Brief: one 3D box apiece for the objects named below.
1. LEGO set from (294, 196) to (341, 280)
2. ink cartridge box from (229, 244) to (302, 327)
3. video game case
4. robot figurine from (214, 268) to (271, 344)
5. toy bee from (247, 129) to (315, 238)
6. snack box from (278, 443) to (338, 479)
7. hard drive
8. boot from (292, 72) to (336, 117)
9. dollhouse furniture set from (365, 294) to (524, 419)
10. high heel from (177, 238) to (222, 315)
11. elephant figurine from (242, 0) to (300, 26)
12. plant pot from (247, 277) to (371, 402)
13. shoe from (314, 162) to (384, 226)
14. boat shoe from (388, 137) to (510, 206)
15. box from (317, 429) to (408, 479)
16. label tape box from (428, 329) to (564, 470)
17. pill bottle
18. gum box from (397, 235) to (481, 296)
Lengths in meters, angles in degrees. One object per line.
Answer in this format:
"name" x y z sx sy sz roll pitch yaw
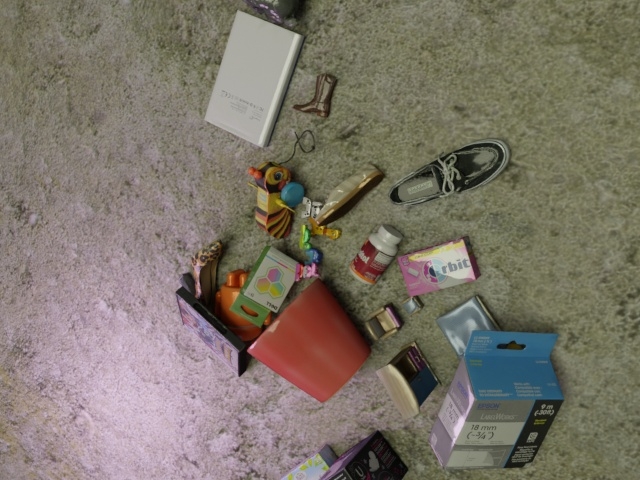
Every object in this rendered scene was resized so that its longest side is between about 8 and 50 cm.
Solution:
"LEGO set" 0.000 0.000 1.742 0.093 0.087 0.227 7 95 21
"ink cartridge box" -0.150 0.129 1.770 0.109 0.062 0.209 33 81 -18
"video game case" -0.313 0.270 1.855 0.248 0.035 0.275 40 156 13
"robot figurine" -0.224 0.196 1.851 0.158 0.128 0.219 -1 100 -13
"toy bee" -0.136 -0.150 1.732 0.195 0.162 0.298 5 96 47
"snack box" -0.009 0.723 1.864 0.207 0.070 0.174 -42 80 23
"hard drive" -0.188 -0.447 1.782 0.210 0.040 0.318 28 109 19
"boot" -0.016 -0.394 1.711 0.107 0.037 0.114 14 107 9
"dollhouse furniture set" 0.298 0.244 1.573 0.303 0.198 0.286 -34 83 25
"high heel" -0.316 0.125 1.896 0.186 0.093 0.261 56 132 15
"elephant figurine" -0.090 -0.690 1.646 0.186 0.169 0.239 32 95 -12
"plant pot" -0.015 0.277 1.705 0.243 0.275 0.275 44 114 3
"shoe" 0.066 -0.119 1.678 0.219 0.076 0.058 -40 70 1
"boat shoe" 0.306 -0.161 1.557 0.306 0.105 0.113 -17 91 27
"box" 0.096 0.640 1.702 0.163 0.247 0.142 -42 78 24
"label tape box" 0.421 0.377 1.489 0.241 0.106 0.333 5 118 -18
"pill bottle" 0.147 0.035 1.674 0.086 0.086 0.152 38 111 15
"gum box" 0.294 0.067 1.621 0.189 0.062 0.107 -18 90 26
